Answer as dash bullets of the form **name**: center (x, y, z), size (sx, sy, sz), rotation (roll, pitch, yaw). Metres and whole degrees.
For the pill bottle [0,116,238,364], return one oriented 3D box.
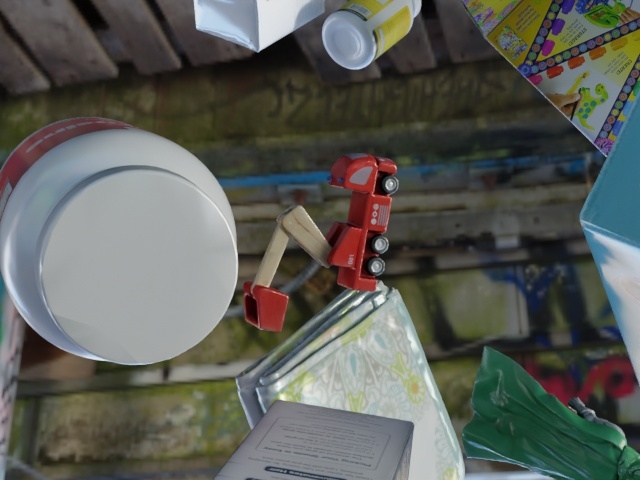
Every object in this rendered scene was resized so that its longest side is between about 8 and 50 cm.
- **pill bottle**: center (-0.218, -0.007, 1.117), size (0.229, 0.229, 0.408), rotation (11, -175, -20)

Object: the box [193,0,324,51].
- **box**: center (-0.094, -0.381, 1.676), size (0.130, 0.170, 0.091), rotation (25, 135, 28)

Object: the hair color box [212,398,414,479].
- **hair color box**: center (-0.014, 0.281, 1.121), size (0.174, 0.105, 0.347), rotation (7, -168, 12)

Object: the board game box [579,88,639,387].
- **board game box**: center (0.247, 0.059, 0.408), size (0.254, 0.079, 0.336), rotation (24, 172, 26)

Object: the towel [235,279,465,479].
- **towel**: center (0.053, 0.277, 1.514), size (0.090, 0.374, 0.320), rotation (-10, -164, 43)

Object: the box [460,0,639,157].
- **box**: center (0.365, -0.286, 1.516), size (0.279, 0.290, 0.177), rotation (41, 107, -17)

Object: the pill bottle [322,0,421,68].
- **pill bottle**: center (0.092, -0.369, 1.810), size (0.103, 0.184, 0.103), rotation (24, 135, 26)

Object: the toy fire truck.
- **toy fire truck**: center (0.000, 0.000, 1.108), size (0.135, 0.192, 0.047), rotation (8, -176, -24)

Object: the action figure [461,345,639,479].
- **action figure**: center (0.261, 0.213, 1.168), size (0.064, 0.137, 0.232), rotation (-8, -161, -38)
